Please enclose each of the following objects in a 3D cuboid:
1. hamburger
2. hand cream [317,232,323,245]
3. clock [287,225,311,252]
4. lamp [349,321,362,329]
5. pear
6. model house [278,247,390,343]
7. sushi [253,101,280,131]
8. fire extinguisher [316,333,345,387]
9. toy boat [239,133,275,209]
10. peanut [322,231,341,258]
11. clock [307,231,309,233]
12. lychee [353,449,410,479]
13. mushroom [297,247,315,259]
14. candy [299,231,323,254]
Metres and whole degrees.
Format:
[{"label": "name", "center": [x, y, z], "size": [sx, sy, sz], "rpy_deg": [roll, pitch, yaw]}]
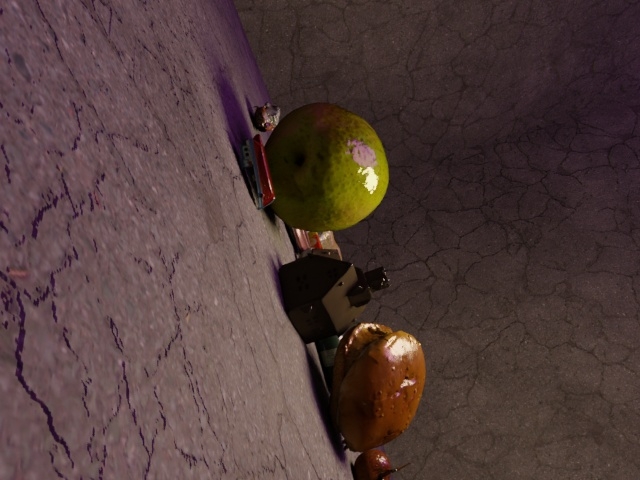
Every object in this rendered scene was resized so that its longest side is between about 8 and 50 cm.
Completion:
[{"label": "hamburger", "center": [0.138, 0.368, 1.201], "size": [0.290, 0.170, 0.313], "rpy_deg": [1, 99, -47]}, {"label": "hand cream", "center": [-0.017, 0.024, 1.989], "size": [0.042, 0.067, 0.194], "rpy_deg": [41, -31, 19]}, {"label": "clock", "center": [-0.091, -0.064, 1.725], "size": [0.244, 0.056, 0.244], "rpy_deg": [-16, 90, -89]}, {"label": "lamp", "center": [0.129, 0.461, 1.663], "size": [0.269, 0.047, 0.266], "rpy_deg": [-56, 135, -53]}, {"label": "pear", "center": [0.004, -0.196, 1.317], "size": [0.391, 0.392, 0.390], "rpy_deg": [-18, 90, -88]}, {"label": "model house", "center": [0.041, 0.106, 1.179], "size": [0.211, 0.244, 0.204], "rpy_deg": [68, 5, -53]}, {"label": "sushi", "center": [-0.196, -0.451, 1.746], "size": [0.226, 0.103, 0.097], "rpy_deg": [-124, -165, -69]}, {"label": "fire extinguisher", "center": [0.049, 0.345, 1.388], "size": [0.093, 0.118, 0.294], "rpy_deg": [4, 62, -49]}, {"label": "toy boat", "center": [-0.149, -0.157, 1.117], "size": [0.069, 0.059, 0.172], "rpy_deg": [-96, 175, -75]}, {"label": "peanut", "center": [0.000, 0.000, 2.262], "size": [0.149, 0.149, 0.313], "rpy_deg": [20, 50, -87]}, {"label": "clock", "center": [-0.049, -0.029, 2.113], "size": [0.176, 0.080, 0.117], "rpy_deg": [-96, 167, -71]}, {"label": "lychee", "center": [0.144, 0.606, 1.274], "size": [0.101, 0.114, 0.140], "rpy_deg": [38, -27, 4]}, {"label": "mushroom", "center": [-0.014, 0.143, 1.578], "size": [0.099, 0.096, 0.277], "rpy_deg": [11, 48, -33]}, {"label": "candy", "center": [-0.017, 0.094, 1.811], "size": [0.276, 0.088, 0.146], "rpy_deg": [-104, 174, -54]}]
